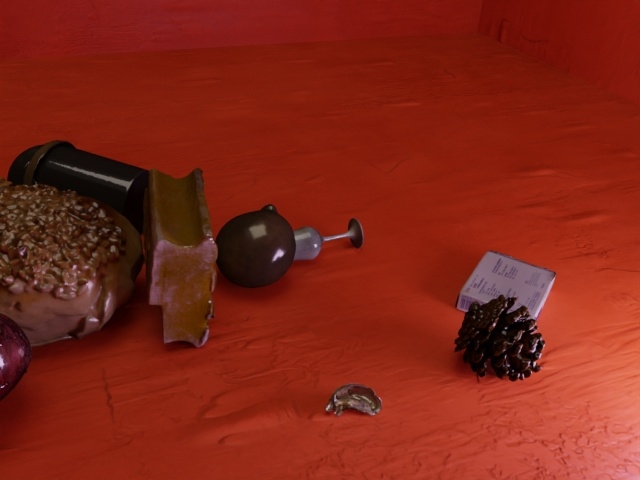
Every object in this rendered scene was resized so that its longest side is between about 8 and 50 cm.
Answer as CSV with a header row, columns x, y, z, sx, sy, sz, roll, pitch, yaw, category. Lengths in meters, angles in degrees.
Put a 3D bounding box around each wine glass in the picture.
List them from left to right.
x,y,z,sx,sy,sz,roll,pitch,yaw,category
0.000,0.000,1.500,0.195,0.079,0.079,-11,34,-23,wine glass

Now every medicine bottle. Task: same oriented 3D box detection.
x,y,z,sx,sy,sz,roll,pitch,yaw,category
0.406,0.106,1.394,0.171,0.052,0.201,19,36,23,medicine bottle

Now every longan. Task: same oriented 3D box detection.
x,y,z,sx,sy,sz,roll,pitch,yaw,category
-0.140,0.007,1.385,0.184,0.159,0.204,1,53,27,longan

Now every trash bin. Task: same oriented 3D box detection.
x,y,z,sx,sy,sz,roll,pitch,yaw,category
-0.584,-0.120,1.519,0.333,0.214,0.214,16,33,8,trash bin

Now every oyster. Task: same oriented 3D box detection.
x,y,z,sx,sy,sz,roll,pitch,yaw,category
0.057,0.286,1.109,0.083,0.038,0.081,39,67,4,oyster

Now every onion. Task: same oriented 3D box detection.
x,y,z,sx,sy,sz,roll,pitch,yaw,category
-0.569,0.222,0.985,0.252,0.219,0.252,-23,1,1,onion

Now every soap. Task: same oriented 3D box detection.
x,y,z,sx,sy,sz,roll,pitch,yaw,category
-0.275,0.027,1.259,0.142,0.259,0.281,-3,31,-17,soap

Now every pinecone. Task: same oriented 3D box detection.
x,y,z,sx,sy,sz,roll,pitch,yaw,category
0.334,0.184,1.179,0.173,0.174,0.174,2,32,-2,pinecone

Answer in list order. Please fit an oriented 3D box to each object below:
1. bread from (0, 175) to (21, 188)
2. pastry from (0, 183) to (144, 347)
x,y,z,sx,sy,sz,roll,pitch,yaw,category
-0.743,-0.059,1.421,0.077,0.200,0.116,38,39,-13,bread
-0.553,0.032,1.239,0.409,0.245,0.410,4,33,-2,pastry
